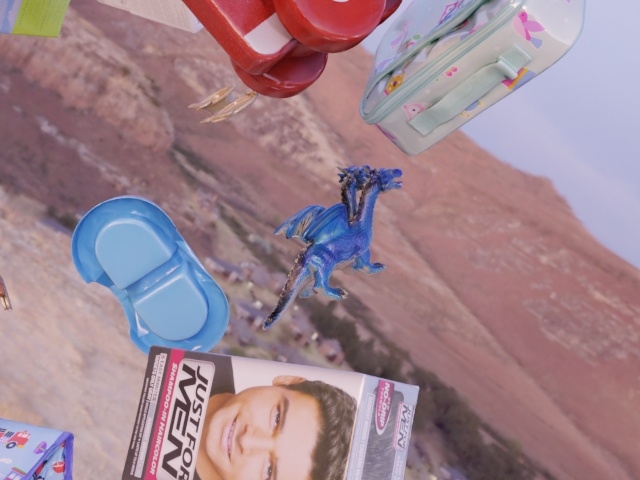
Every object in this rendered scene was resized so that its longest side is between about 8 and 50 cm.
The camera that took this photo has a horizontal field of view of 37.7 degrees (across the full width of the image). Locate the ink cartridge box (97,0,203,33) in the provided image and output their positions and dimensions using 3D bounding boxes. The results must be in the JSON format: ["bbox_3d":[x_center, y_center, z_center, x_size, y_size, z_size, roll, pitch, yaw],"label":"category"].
[{"bbox_3d":[-0.290,-0.443,1.503,0.224,0.056,0.181,24,-33,28],"label":"ink cartridge box"}]

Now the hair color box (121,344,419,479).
[{"bbox_3d":[-0.073,0.242,1.155,0.374,0.185,0.113,1,-14,41],"label":"hair color box"}]

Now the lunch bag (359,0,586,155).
[{"bbox_3d":[0.169,-0.232,1.058,0.108,0.279,0.224,38,45,-18],"label":"lunch bag"}]

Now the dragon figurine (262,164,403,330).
[{"bbox_3d":[0.000,0.000,1.227,0.085,0.289,0.144,3,-61,56],"label":"dragon figurine"}]

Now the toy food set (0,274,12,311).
[{"bbox_3d":[-0.539,0.066,1.558,0.078,0.019,0.122,-158,-127,-71],"label":"toy food set"}]

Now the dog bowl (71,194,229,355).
[{"bbox_3d":[-0.267,0.055,1.492,0.297,0.166,0.074,56,3,-20],"label":"dog bowl"}]

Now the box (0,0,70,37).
[{"bbox_3d":[-0.296,-0.253,0.893,0.042,0.109,0.178,27,16,11],"label":"box"}]

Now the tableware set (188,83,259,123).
[{"bbox_3d":[-0.078,-0.184,1.088,0.020,0.168,0.141,59,-18,-20],"label":"tableware set"}]

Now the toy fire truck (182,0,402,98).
[{"bbox_3d":[-0.023,-0.304,0.892,0.254,0.302,0.169,49,-24,-8],"label":"toy fire truck"}]

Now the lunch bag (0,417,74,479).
[{"bbox_3d":[-0.475,0.344,1.157,0.220,0.138,0.293,5,20,23],"label":"lunch bag"}]
